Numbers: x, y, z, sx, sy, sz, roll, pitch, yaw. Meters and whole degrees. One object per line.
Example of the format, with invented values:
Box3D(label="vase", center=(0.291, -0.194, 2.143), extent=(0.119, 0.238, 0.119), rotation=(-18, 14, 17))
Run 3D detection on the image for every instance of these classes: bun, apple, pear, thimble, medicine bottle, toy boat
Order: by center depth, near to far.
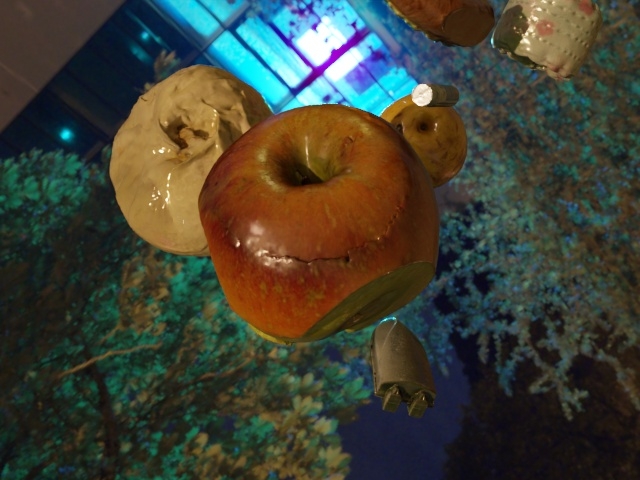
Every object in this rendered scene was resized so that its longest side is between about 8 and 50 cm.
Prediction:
Box3D(label="apple", center=(0.000, 0.000, 1.030), extent=(0.374, 0.374, 0.384), rotation=(42, -134, -27))
Box3D(label="toy boat", center=(0.201, -0.391, 1.171), extent=(0.292, 0.108, 0.099), rotation=(2, -142, -45))
Box3D(label="bun", center=(-0.228, -0.151, 1.248), extent=(0.361, 0.361, 0.213), rotation=(63, -178, 26))
Box3D(label="thimble", center=(0.452, -0.416, 1.381), extent=(0.185, 0.149, 0.211), rotation=(30, -165, 19))
Box3D(label="medicine bottle", center=(0.257, -0.320, 1.533), extent=(0.051, 0.051, 0.191), rotation=(56, -152, 9))
Box3D(label="toy boat", center=(0.188, 0.286, 1.667), extent=(0.141, 0.092, 0.320), rotation=(14, -151, -9))
Box3D(label="pear", center=(0.278, -0.277, 1.934), extent=(0.280, 0.280, 0.281), rotation=(44, -158, -23))
